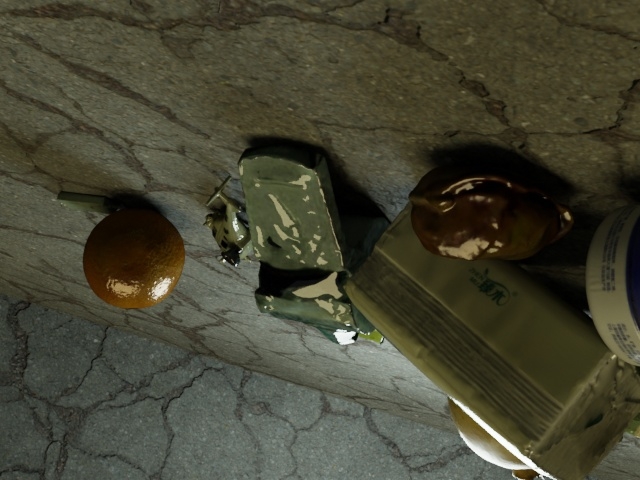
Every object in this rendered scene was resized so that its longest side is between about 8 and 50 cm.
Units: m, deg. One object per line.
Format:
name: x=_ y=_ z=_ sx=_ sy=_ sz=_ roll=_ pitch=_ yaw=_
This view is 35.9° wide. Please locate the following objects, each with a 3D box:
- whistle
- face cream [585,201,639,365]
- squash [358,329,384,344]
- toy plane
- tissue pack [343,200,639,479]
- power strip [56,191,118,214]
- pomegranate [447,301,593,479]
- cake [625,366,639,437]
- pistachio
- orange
whistle: x=-0.013 y=0.019 z=1.507 sx=0.168 sy=0.188 sz=0.405 roll=8 pitch=160 yaw=26
face cream: x=0.415 y=0.051 z=1.191 sx=0.206 sy=0.206 sz=0.111 roll=27 pitch=160 yaw=-32
squash: x=0.056 y=0.116 z=1.872 sx=0.186 sy=0.123 sz=0.123 roll=18 pitch=163 yaw=10
toy plane: x=-0.153 y=-0.028 z=1.684 sx=0.108 sy=0.092 sz=0.286 roll=41 pitch=165 yaw=5
tissue pack: x=0.255 y=0.146 z=1.413 sx=0.380 sy=0.207 sz=0.297 roll=41 pitch=-179 yaw=32
power strip: x=-0.442 y=-0.071 z=1.897 sx=0.136 sy=0.019 sz=0.051 roll=7 pitch=159 yaw=28
pomegranate: x=0.366 y=0.258 z=1.674 sx=0.319 sy=0.319 sz=0.319 roll=15 pitch=163 yaw=5
cake: x=0.610 y=0.248 z=1.691 sx=0.158 sy=0.172 sz=0.283 roll=21 pitch=160 yaw=-21
pistachio: x=0.214 y=-0.031 z=1.255 sx=0.210 sy=0.130 sz=0.165 roll=7 pitch=159 yaw=2
orange: x=-0.348 y=0.034 z=1.851 sx=0.206 sy=0.206 sz=0.206 roll=15 pitch=163 yaw=5
